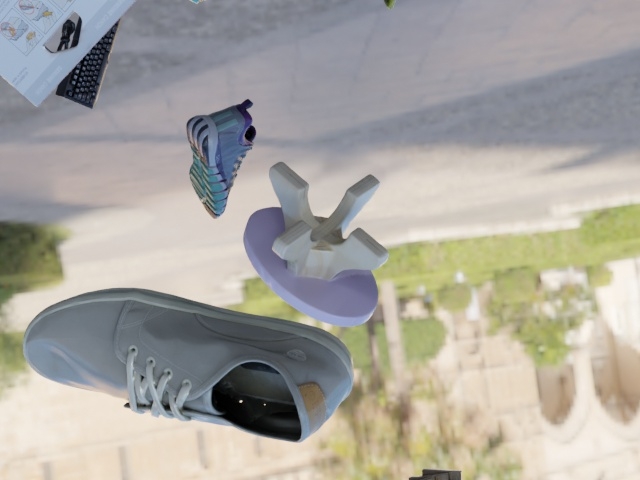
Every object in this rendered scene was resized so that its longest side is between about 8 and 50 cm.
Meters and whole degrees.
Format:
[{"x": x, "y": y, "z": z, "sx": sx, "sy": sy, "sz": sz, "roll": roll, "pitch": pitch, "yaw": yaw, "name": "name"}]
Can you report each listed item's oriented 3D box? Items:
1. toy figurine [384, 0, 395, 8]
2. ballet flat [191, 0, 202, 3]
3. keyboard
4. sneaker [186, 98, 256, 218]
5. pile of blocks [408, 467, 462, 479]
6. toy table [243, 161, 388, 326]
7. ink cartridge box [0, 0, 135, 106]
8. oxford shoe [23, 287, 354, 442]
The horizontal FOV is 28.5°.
[{"x": 0.168, "y": -0.481, "z": 1.626, "sx": 0.217, "sy": 0.363, "sz": 0.191, "roll": -5, "pitch": -156, "yaw": -27, "name": "toy figurine"}, {"x": -0.212, "y": -0.336, "z": 1.360, "sx": 0.232, "sy": 0.073, "sz": 0.080, "roll": 23, "pitch": -169, "yaw": -28, "name": "ballet flat"}, {"x": -0.383, "y": -0.315, "z": 2.062, "sx": 0.023, "sy": 0.180, "sz": 0.108, "roll": 13, "pitch": 175, "yaw": 43, "name": "keyboard"}, {"x": -0.130, "y": -0.111, "z": 1.793, "sx": 0.098, "sy": 0.083, "sz": 0.224, "roll": -28, "pitch": 157, "yaw": -17, "name": "sneaker"}, {"x": 0.140, "y": 0.305, "z": 1.218, "sx": 0.362, "sy": 0.149, "sz": 0.112, "roll": -4, "pitch": -179, "yaw": 18, "name": "pile of blocks"}, {"x": 0.000, "y": 0.000, "z": 2.140, "sx": 0.252, "sy": 0.274, "sz": 0.161, "roll": -49, "pitch": 167, "yaw": -42, "name": "toy table"}, {"x": -0.406, "y": -0.355, "z": 1.710, "sx": 0.296, "sy": 0.261, "sz": 0.066, "roll": -35, "pitch": -158, "yaw": 40, "name": "ink cartridge box"}, {"x": -0.183, "y": 0.162, "z": 1.583, "sx": 0.449, "sy": 0.169, "sz": 0.130, "roll": 6, "pitch": -142, "yaw": 17, "name": "oxford shoe"}]
